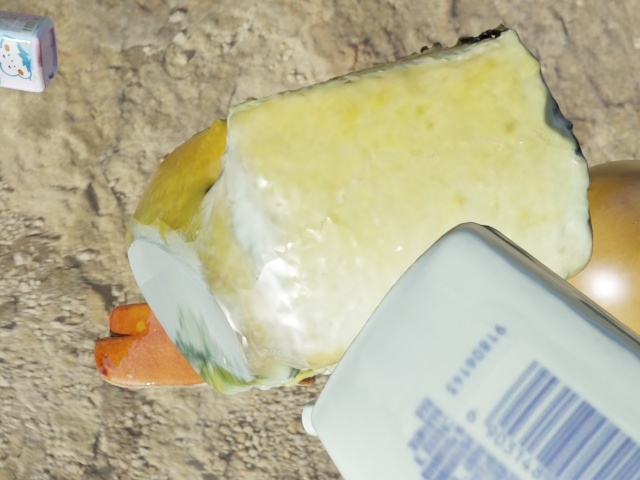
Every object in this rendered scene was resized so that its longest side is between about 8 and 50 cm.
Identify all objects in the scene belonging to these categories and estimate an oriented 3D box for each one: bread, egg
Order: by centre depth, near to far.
[{"bbox_3d":[-0.001,-0.001,0.734,0.264,0.395,0.239,-20,84,-23],"label":"bread"},{"bbox_3d":[-0.144,0.144,1.242,0.295,0.327,0.114,1,84,-4],"label":"bread"},{"bbox_3d":[0.448,0.028,1.279,0.351,0.283,0.282,7,82,-45],"label":"egg"}]

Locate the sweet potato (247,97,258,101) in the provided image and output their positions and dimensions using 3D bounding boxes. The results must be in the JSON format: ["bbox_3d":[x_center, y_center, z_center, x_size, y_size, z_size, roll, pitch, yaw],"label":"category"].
[{"bbox_3d":[-0.071,-0.150,1.173,0.044,0.179,0.044,0,88,11],"label":"sweet potato"}]

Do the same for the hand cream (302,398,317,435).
[{"bbox_3d":[0.102,0.327,1.625,0.109,0.321,0.067,50,50,-36],"label":"hand cream"}]

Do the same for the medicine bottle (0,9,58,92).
[{"bbox_3d":[-0.567,-0.337,1.574,0.188,0.119,0.094,8,41,1],"label":"medicine bottle"}]

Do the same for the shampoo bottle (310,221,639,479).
[{"bbox_3d":[0.151,0.150,0.297,0.134,0.359,0.078,-56,156,14],"label":"shampoo bottle"}]
